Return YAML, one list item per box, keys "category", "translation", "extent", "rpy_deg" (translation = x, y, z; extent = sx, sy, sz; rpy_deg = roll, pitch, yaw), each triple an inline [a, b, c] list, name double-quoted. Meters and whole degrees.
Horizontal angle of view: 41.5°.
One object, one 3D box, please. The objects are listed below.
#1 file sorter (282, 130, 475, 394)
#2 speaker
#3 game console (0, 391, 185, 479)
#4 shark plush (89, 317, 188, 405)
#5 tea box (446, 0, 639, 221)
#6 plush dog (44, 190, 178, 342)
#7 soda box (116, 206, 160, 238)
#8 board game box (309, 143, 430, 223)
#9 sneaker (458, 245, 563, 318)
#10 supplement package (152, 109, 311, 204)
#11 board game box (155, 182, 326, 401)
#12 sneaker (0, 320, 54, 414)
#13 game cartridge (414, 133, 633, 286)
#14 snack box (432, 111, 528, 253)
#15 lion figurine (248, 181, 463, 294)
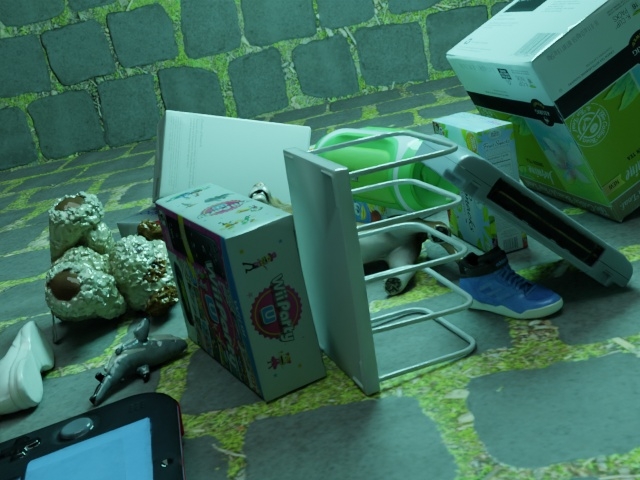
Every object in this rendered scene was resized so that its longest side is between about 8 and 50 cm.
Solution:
- category: "file sorter"
  translation: [0.080, 0.015, 1.078]
  extent: [0.173, 0.278, 0.193]
  rpy_deg: [-13, 17, -16]
- category: "speaker"
  translation: [0.103, -0.121, 1.421]
  extent: [0.131, 0.131, 0.296]
  rpy_deg: [-22, 20, -27]
- category: "game console"
  translation: [-0.297, 0.290, 0.845]
  extent: [0.341, 0.060, 0.386]
  rpy_deg: [-15, 17, -7]
- category: "shark plush"
  translation: [-0.262, 0.171, 1.193]
  extent: [0.067, 0.073, 0.161]
  rpy_deg: [29, 30, 19]
- category: "tea box"
  translation: [0.438, -0.247, 1.464]
  extent: [0.220, 0.323, 0.329]
  rpy_deg: [-38, 20, -3]
- category: "plush dog"
  translation: [-0.342, 0.063, 1.442]
  extent: [0.225, 0.211, 0.262]
  rpy_deg: [-2, 44, -13]
- category: "soda box"
  translation: [-0.272, -0.011, 1.684]
  extent: [0.286, 0.091, 0.098]
  rpy_deg: [2, 23, 39]
- category: "board game box"
  translation: [0.106, -0.127, 1.696]
  extent: [0.144, 0.142, 0.275]
  rpy_deg: [-23, 20, -28]
- category: "sneaker"
  translation: [0.251, 0.053, 1.143]
  extent: [0.058, 0.085, 0.152]
  rpy_deg: [-27, 23, -38]
- category: "supplement package"
  translation: [-0.185, -0.152, 1.726]
  extent: [0.292, 0.175, 0.177]
  rpy_deg: [4, -2, -16]
- category: "board game box"
  translation: [-0.118, 0.057, 1.159]
  extent: [0.097, 0.224, 0.303]
  rpy_deg: [-20, 18, -24]
- category: "sneaker"
  translation: [-0.455, 0.189, 1.245]
  extent: [0.094, 0.080, 0.212]
  rpy_deg: [-25, 19, 0]
- category: "game cartridge"
  translation: [0.274, -0.047, 1.172]
  extent: [0.062, 0.297, 0.198]
  rpy_deg: [-55, 17, 12]
- category: "snack box"
  translation: [0.262, -0.097, 1.394]
  extent: [0.070, 0.207, 0.174]
  rpy_deg: [-17, 19, -12]
- category: "lion figurine"
  translation: [0.049, 0.003, 1.389]
  extent: [0.392, 0.142, 0.240]
  rpy_deg: [7, 12, 2]
